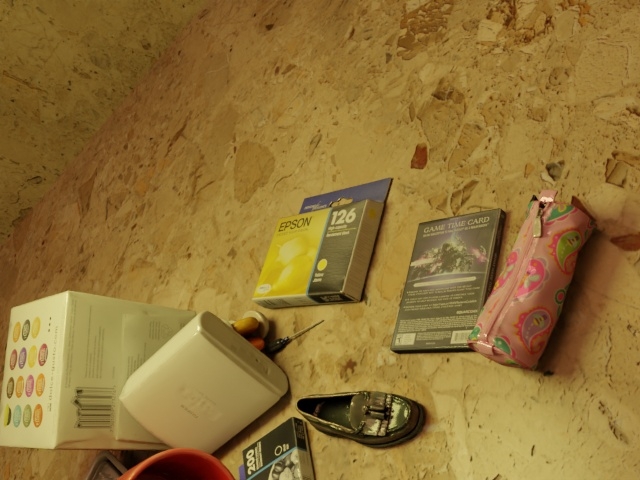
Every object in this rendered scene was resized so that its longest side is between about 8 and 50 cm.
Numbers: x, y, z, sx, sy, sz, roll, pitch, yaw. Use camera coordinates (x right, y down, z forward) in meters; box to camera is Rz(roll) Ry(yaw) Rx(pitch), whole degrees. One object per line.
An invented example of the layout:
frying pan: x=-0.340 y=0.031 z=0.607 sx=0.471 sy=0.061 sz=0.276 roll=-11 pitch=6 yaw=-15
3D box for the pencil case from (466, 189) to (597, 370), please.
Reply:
pencil case: x=0.338 y=0.065 z=1.217 sx=0.124 sy=0.124 sz=0.284 roll=14 pitch=76 yaw=54

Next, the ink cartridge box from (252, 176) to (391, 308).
ink cartridge box: x=0.000 y=0.000 z=1.727 sx=0.304 sy=0.072 sz=0.307 roll=-11 pitch=58 yaw=47

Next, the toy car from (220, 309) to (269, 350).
toy car: x=-0.200 y=0.246 z=1.729 sx=0.182 sy=0.159 sz=0.136 roll=-29 pitch=79 yaw=39

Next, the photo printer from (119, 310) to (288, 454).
photo printer: x=-0.263 y=0.325 z=1.634 sx=0.307 sy=0.256 sz=0.107 roll=-41 pitch=18 yaw=22

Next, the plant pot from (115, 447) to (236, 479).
plant pot: x=-0.325 y=0.561 z=1.526 sx=0.243 sy=0.275 sz=0.274 roll=-25 pitch=45 yaw=55

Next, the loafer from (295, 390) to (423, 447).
loafer: x=0.061 y=0.319 z=1.385 sx=0.268 sy=0.084 sz=0.096 roll=-13 pitch=54 yaw=46

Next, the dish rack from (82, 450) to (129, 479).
dish rack: x=-0.506 y=0.680 z=1.807 sx=0.333 sy=0.072 sz=0.285 roll=13 pitch=75 yaw=54

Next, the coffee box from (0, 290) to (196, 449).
coffee box: x=-0.533 y=0.326 z=1.817 sx=0.334 sy=0.338 sz=0.337 roll=-14 pitch=69 yaw=46

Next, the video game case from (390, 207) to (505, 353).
video game case: x=0.236 y=0.077 z=1.414 sx=0.196 sy=0.026 sz=0.274 roll=-11 pitch=55 yaw=47

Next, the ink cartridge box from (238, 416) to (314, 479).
ink cartridge box: x=-0.100 y=0.483 z=1.490 sx=0.208 sy=0.045 sz=0.206 roll=-41 pitch=38 yaw=24

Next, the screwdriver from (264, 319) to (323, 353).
screwdriver: x=-0.060 y=0.207 z=1.677 sx=0.170 sy=0.024 sz=0.025 roll=-36 pitch=69 yaw=25
